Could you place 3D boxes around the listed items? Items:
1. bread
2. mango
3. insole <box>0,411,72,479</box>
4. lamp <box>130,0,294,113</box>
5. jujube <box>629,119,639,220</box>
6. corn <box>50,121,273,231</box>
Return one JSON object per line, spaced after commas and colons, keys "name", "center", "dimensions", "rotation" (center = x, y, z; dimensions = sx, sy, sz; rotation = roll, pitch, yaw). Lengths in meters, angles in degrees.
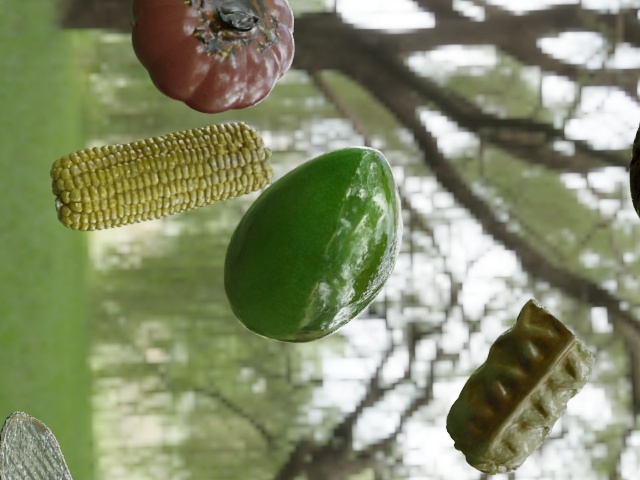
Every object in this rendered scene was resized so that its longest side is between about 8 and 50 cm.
{"name": "bread", "center": [0.252, 0.197, 2.296], "dimensions": [0.232, 0.128, 0.088], "rotation": [-57, 164, 16]}
{"name": "mango", "center": [0.000, 0.000, 2.229], "dimensions": [0.201, 0.225, 0.382], "rotation": [57, -29, 15]}
{"name": "insole", "center": [-0.249, 0.264, 1.702], "dimensions": [0.348, 0.009, 0.119], "rotation": [74, 19, -54]}
{"name": "lamp", "center": [-0.110, -0.225, 1.876], "dimensions": [0.140, 0.182, 0.182], "rotation": [143, -52, -59]}
{"name": "jujube", "center": [0.474, -0.100, 2.296], "dimensions": [0.168, 0.168, 0.236], "rotation": [-102, 179, -63]}
{"name": "corn", "center": [-0.177, -0.071, 1.976], "dimensions": [0.093, 0.244, 0.093], "rotation": [169, -90, -75]}
